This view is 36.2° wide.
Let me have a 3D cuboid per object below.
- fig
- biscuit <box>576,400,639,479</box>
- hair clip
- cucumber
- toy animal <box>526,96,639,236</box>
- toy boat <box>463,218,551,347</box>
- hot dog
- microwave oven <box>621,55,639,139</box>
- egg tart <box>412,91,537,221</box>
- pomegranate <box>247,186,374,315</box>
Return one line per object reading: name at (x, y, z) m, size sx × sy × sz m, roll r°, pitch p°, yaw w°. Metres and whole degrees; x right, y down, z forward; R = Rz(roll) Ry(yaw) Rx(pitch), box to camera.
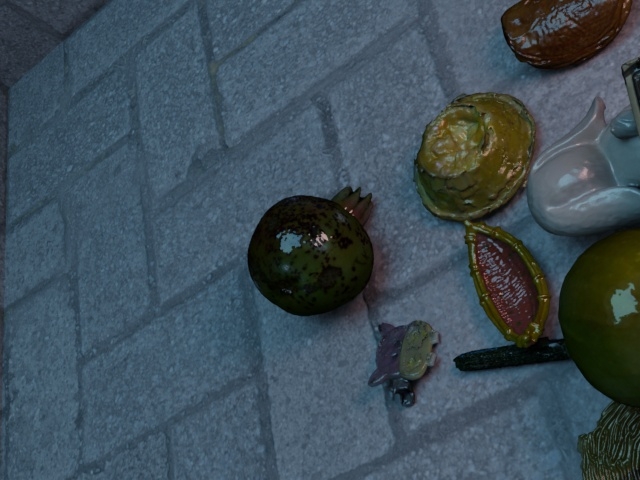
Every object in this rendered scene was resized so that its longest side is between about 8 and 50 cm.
fig at (0.522, 0.117, 1.602) m, size 0.316 × 0.316 × 0.316 m, roll -20°, pitch 57°, yaw 34°
biscuit at (0.519, 0.327, 1.667) m, size 0.176 × 0.031 × 0.228 m, roll -1°, pitch 70°, yaw 41°
hair clip at (0.174, 0.245, 2.011) m, size 0.146 × 0.056 × 0.187 m, roll -11°, pitch 59°, yaw 31°
cucumber at (0.358, 0.218, 1.861) m, size 0.257 × 0.044 × 0.043 m, roll -14°, pitch 50°, yaw 39°
toy animal at (0.500, -0.117, 1.788) m, size 0.265 × 0.206 × 0.271 m, roll -29°, pitch 54°, yaw 24°
toy boat at (0.362, 0.084, 1.891) m, size 0.141 × 0.099 × 0.317 m, roll -37°, pitch 46°, yaw 19°
hot dog at (0.515, -0.468, 2.012) m, size 0.272 × 0.122 × 0.196 m, roll -27°, pitch 55°, yaw 25°
microwave oven at (0.735, -0.198, 1.528) m, size 0.394 × 0.333 × 0.247 m, roll -23°, pitch 60°, yaw 32°
egg tart at (0.305, -0.193, 2.064) m, size 0.315 × 0.120 × 0.314 m, roll -20°, pitch 56°, yaw 33°
pomegranate at (0.000, 0.000, 2.178) m, size 0.285 × 0.285 × 0.340 m, roll -5°, pitch 35°, yaw 41°
